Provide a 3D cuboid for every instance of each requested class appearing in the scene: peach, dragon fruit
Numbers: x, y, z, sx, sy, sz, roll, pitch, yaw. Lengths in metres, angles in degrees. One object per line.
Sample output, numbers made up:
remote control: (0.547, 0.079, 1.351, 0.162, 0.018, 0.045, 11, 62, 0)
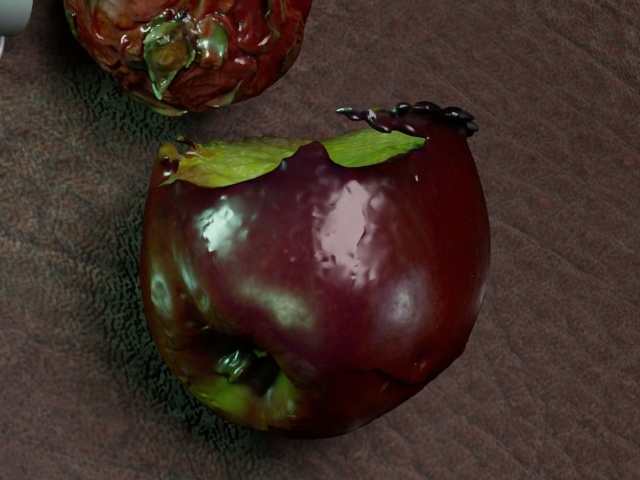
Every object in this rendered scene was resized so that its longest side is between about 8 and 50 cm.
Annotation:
peach: (0.000, 0.000, 1.778, 0.417, 0.339, 0.353, -65, 145, -40)
dragon fruit: (-0.143, -0.284, 1.870, 0.277, 0.277, 0.343, 22, 43, -24)

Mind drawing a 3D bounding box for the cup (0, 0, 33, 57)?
cup: (-0.366, -0.240, 1.793, 0.133, 0.099, 0.136, -5, 68, -39)
